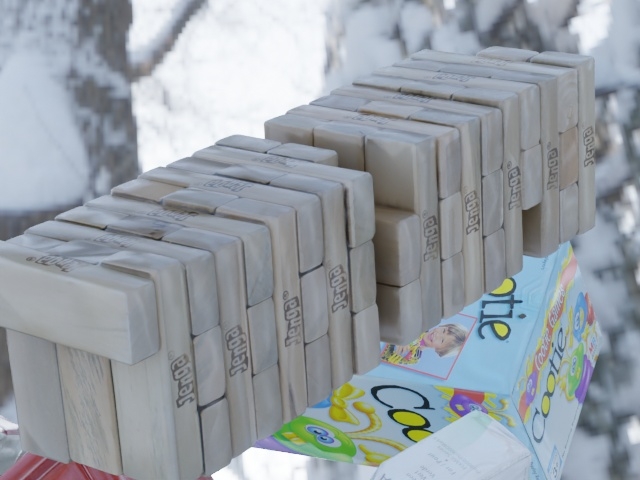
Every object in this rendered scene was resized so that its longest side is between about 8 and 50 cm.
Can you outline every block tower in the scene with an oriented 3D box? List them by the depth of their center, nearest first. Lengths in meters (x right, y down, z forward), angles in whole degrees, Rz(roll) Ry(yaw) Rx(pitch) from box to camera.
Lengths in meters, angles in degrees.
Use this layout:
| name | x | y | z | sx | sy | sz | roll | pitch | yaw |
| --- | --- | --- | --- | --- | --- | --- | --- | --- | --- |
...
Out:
| name | x | y | z | sx | sy | sz | roll | pitch | yaw |
| --- | --- | --- | --- | --- | --- | --- | --- | --- | --- |
| block tower | 0.000 | 0.000 | 0.825 | 0.091 | 0.335 | 0.097 | 11 | -66 | 36 |

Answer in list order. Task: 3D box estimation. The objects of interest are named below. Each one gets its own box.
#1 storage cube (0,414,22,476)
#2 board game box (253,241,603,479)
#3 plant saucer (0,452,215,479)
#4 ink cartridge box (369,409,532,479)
| name | x | y | z | sx | sy | sz | roll | pitch | yaw |
| --- | --- | --- | --- | --- | --- | --- | --- | --- | --- |
| storage cube | -0.300 | 0.138 | 1.064 | 0.193 | 0.215 | 0.184 | 29 | -8 | 3 |
| board game box | 0.049 | 0.077 | 1.402 | 0.275 | 0.144 | 0.142 | 6 | -34 | 26 |
| plant saucer | -0.133 | 0.215 | 0.841 | 0.259 | 0.258 | 0.048 | -42 | -42 | 2 |
| ink cartridge box | 0.023 | 0.220 | 1.096 | 0.224 | 0.056 | 0.181 | -23 | -48 | -35 |
